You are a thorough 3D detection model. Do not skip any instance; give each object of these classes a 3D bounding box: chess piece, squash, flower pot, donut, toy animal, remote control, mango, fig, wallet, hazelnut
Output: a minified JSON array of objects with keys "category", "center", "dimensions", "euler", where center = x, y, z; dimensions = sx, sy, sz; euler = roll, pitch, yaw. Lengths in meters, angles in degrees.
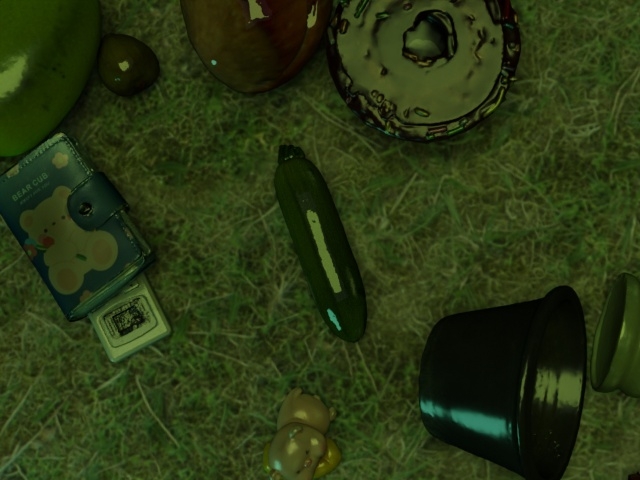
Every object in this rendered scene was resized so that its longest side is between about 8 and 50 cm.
[{"category":"chess piece","center":[0.449,0.132,1.627],"dimensions":[0.251,0.144,0.144],"euler":[13,86,1]},{"category":"squash","center":[0.000,0.000,1.716],"dimensions":[0.069,0.069,0.258],"euler":[-21,83,4]},{"category":"flower pot","center":[0.202,0.163,1.621],"dimensions":[0.148,0.235,0.235],"euler":[4,84,26]},{"category":"donut","center":[0.125,-0.227,1.691],"dimensions":[0.235,0.089,0.235],"euler":[-1,86,8]},{"category":"toy animal","center":[-0.018,0.239,1.686],"dimensions":[0.091,0.082,0.114],"euler":[22,86,7]},{"category":"remote control","center":[-0.259,0.049,1.760],"dimensions":[0.088,0.029,0.190],"euler":[-27,81,3]},{"category":"mango","center":[-0.369,-0.218,1.736],"dimensions":[0.273,0.149,0.185],"euler":[-46,61,-4]},{"category":"fig","center":[-0.244,-0.222,1.767],"dimensions":[0.074,0.074,0.088],"euler":[-38,68,1]},{"category":"wallet","center":[-0.299,-0.018,1.729],"dimensions":[0.141,0.059,0.202],"euler":[-38,76,7]},{"category":"hazelnut","center":[-0.075,-0.262,1.712],"dimensions":[0.182,0.182,0.182],"euler":[-1,84,6]}]

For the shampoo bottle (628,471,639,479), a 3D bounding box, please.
[{"category":"shampoo bottle","center":[0.487,0.287,1.633],"dimensions":[0.260,0.064,0.102],"euler":[-6,86,6]}]
